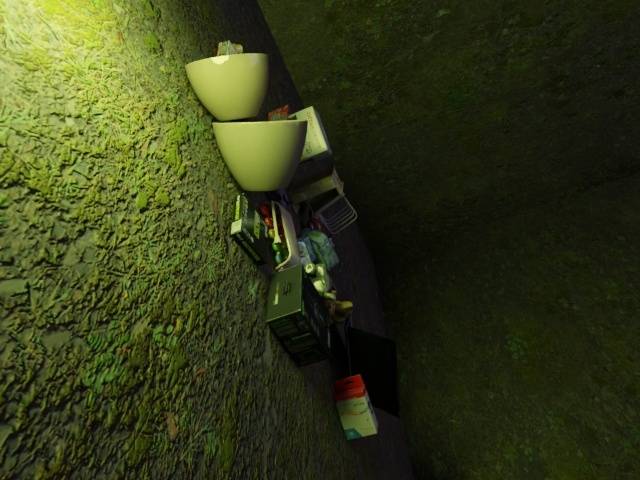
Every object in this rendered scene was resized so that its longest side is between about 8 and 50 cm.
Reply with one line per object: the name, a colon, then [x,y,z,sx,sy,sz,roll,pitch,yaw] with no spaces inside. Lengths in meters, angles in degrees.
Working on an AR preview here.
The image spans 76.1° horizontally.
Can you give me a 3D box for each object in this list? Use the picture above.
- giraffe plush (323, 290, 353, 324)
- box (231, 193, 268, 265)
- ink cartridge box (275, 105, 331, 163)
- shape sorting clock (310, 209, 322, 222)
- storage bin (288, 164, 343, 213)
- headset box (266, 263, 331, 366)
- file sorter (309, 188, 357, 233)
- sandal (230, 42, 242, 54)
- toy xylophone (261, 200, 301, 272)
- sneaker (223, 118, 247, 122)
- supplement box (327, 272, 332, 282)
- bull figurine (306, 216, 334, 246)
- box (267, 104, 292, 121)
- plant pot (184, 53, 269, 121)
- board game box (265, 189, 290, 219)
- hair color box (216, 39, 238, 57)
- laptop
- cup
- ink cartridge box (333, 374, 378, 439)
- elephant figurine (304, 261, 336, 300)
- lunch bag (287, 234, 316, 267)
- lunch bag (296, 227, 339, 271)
giraffe plush: [0.033,0.286,1.911,0.210,0.181,0.170,10,42,-36]
box: [-0.241,-0.037,1.419,0.191,0.045,0.184,-96,159,-44]
ink cartridge box: [-0.129,-0.461,1.924,0.131,0.306,0.226,-13,83,-78]
shape sorting clock: [-0.012,-0.099,2.486,0.206,0.040,0.206,-20,90,-77]
storage bin: [-0.022,-0.276,2.202,0.260,0.262,0.123,-80,147,-65]
headset box: [-0.077,0.261,1.470,0.246,0.131,0.283,-92,158,-56]
file sorter: [0.072,-0.182,2.333,0.173,0.193,0.278,52,5,-20]
sandal: [-0.405,-0.906,1.942,0.240,0.079,0.088,-75,144,-68]
toy xylophone: [-0.165,-0.029,1.641,0.236,0.081,0.323,50,24,-57]
sneaker: [-0.314,-0.471,1.634,0.234,0.097,0.084,39,34,-67]
supplement box: [0.014,0.219,2.022,0.083,0.083,0.056,-95,160,-44]
bull figurine: [0.000,0.000,2.249,0.310,0.101,0.188,54,22,-53]
box: [-0.207,-0.614,2.228,0.257,0.128,0.123,-95,161,-47]
plant pot: [-0.304,-0.518,1.416,0.284,0.284,0.191,-69,153,-71]
board game box: [-0.192,-0.223,1.868,0.194,0.060,0.194,-87,154,-58]
hair color box: [-0.397,-0.802,1.847,0.167,0.053,0.093,51,37,-60]
laptop: [0.249,0.555,1.959,0.408,0.236,0.382,-60,145,-73]
cup: [-0.207,-0.306,1.465,0.331,0.331,0.237,-69,159,-71]
ink cartridge box: [0.143,0.703,1.729,0.078,0.134,0.231,-8,78,-77]
elephant figurine: [-0.016,0.190,1.722,0.239,0.169,0.186,75,13,-68]
lunch bag: [-0.092,0.056,1.819,0.151,0.096,0.129,-34,107,-61]
lunch bag: [-0.018,0.046,1.978,0.176,0.090,0.219,20,-32,43]
